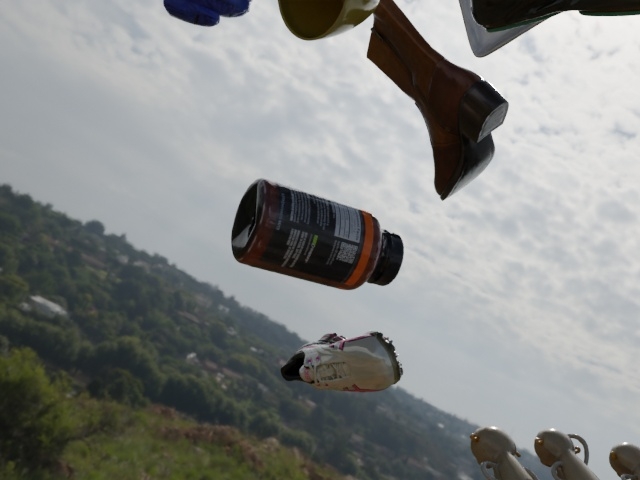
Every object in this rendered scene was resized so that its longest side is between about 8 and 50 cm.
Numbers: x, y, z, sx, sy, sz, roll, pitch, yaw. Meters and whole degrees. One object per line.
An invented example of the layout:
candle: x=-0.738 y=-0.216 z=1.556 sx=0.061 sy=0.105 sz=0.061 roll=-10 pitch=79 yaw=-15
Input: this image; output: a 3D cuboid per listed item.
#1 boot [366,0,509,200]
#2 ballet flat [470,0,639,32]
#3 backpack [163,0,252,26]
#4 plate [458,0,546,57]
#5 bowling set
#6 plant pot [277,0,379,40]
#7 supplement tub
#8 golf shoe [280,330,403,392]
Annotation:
boot: x=0.161 y=-0.224 z=1.147 sx=0.280 sy=0.096 sz=0.264 roll=48 pitch=-16 yaw=23
ballet flat: x=0.270 y=-0.281 z=0.731 sx=0.281 sy=0.095 sz=0.096 roll=7 pitch=-46 yaw=46
backpack: x=-0.146 y=-0.333 z=0.914 sx=0.120 sy=0.101 sz=0.098 roll=10 pitch=19 yaw=-15
plate: x=0.301 y=-0.432 z=0.959 sx=0.045 sy=0.277 sz=0.278 roll=-3 pitch=-14 yaw=-44
bowling set: x=0.237 y=0.307 z=0.734 sx=0.287 sy=0.199 sz=0.154 roll=21 pitch=24 yaw=-24
plant pot: x=0.022 y=-0.327 z=0.904 sx=0.095 sy=0.134 sz=0.134 roll=-11 pitch=21 yaw=-43
supplement tub: x=0.000 y=0.000 z=0.834 sx=0.198 sy=0.105 sz=0.106 roll=17 pitch=-4 yaw=-24
golf shoe: x=0.023 y=0.148 z=0.795 sx=0.186 sy=0.086 sz=0.067 roll=-18 pitch=-87 yaw=61
